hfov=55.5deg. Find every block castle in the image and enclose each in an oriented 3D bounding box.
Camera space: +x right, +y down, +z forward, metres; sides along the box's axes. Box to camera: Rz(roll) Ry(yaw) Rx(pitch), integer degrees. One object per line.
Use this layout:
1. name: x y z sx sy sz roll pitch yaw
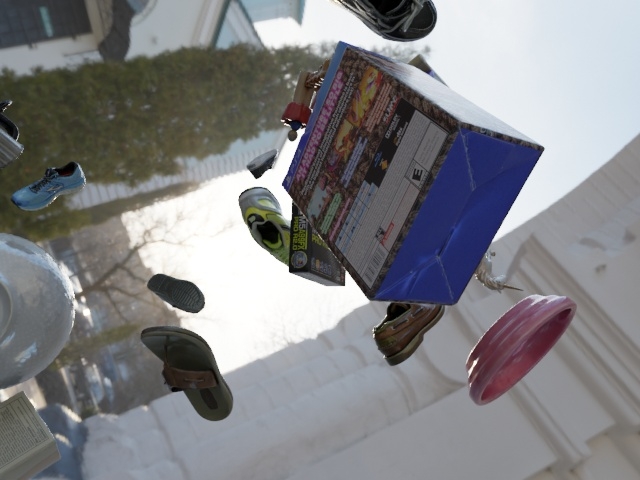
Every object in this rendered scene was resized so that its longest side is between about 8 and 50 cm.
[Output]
1. block castle: 0.141 -0.318 1.693 0.303 0.454 0.212 7 -99 65

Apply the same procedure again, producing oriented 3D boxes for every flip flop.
1. flip flop: -0.253 0.268 1.171 0.080 0.112 0.277 -77 152 -53

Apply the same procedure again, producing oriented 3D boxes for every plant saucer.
1. plant saucer: 0.462 0.248 1.444 0.084 0.332 0.332 46 -32 31

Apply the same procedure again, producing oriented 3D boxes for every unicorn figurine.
1. unicorn figurine: 0.288 0.031 1.093 0.162 0.111 0.060 45 -62 4

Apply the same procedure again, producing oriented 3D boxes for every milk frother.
1. milk frother: -0.800 -0.272 1.522 0.143 0.129 0.134 2 -33 35

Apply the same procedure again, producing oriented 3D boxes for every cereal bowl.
1. cereal bowl: -0.685 0.143 1.225 0.141 0.339 0.338 153 -82 -77

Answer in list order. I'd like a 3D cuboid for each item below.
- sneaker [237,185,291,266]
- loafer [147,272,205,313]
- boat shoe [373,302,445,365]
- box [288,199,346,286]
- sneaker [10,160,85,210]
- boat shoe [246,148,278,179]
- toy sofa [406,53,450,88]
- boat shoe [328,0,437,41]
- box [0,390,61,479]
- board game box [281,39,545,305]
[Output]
1. sneaker: -0.126 0.006 1.861 0.384 0.145 0.147 46 24 -39
2. loafer: -0.460 0.178 1.996 0.251 0.094 0.087 22 -25 36
3. boat shoe: 0.231 0.192 1.564 0.111 0.307 0.104 -32 -85 35
4. box: 0.000 0.000 1.606 0.270 0.060 0.216 30 61 -65
5. sneaker: -0.575 -0.123 1.277 0.063 0.162 0.073 38 -39 17
6. boat shoe: -0.134 -0.181 1.440 0.049 0.142 0.040 -18 -74 26
7. toy sofa: 0.168 -0.244 1.268 0.150 0.177 0.362 -33 -149 34
8. boat shoe: 0.128 -0.416 1.048 0.105 0.306 0.113 30 -78 40
9. box: -0.709 0.462 1.226 0.148 0.311 0.121 48 -35 20
10. board game box: 0.098 -0.093 0.801 0.291 0.141 0.232 53 -53 47
